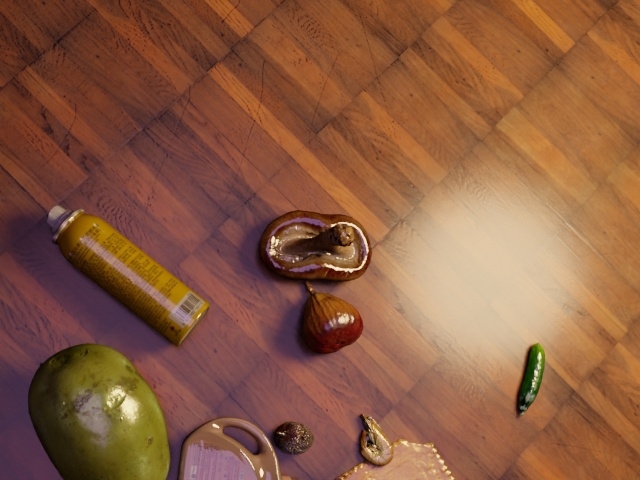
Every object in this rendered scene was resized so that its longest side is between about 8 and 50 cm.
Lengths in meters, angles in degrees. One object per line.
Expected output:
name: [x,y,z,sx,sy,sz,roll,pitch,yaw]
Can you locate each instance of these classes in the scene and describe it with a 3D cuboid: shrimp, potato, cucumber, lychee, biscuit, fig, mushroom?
shrimp: [0.099,0.390,1.797,0.059,0.023,0.108,-35,78,-7]
potato: [-0.393,0.330,1.649,0.216,0.216,0.304,-22,81,-12]
cucumber: [0.429,0.282,1.865,0.037,0.037,0.155,18,78,-5]
lychee: [-0.052,0.375,1.759,0.083,0.067,0.068,28,114,-29]
biscuit: [0.161,0.516,1.782,0.237,0.013,0.232,-29,78,-13]
fig: [0.006,0.159,1.807,0.119,0.153,0.119,-16,119,-32]
mushroom: [0.000,0.000,1.759,0.227,0.217,0.147,-4,81,-9]

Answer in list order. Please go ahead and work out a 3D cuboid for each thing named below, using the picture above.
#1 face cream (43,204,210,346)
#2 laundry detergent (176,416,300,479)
face cream: [-0.375,0.056,1.752,0.349,0.105,0.105,38,77,0]
laundry detergent: [-0.146,0.421,1.732,0.237,0.076,0.171,6,79,-8]
